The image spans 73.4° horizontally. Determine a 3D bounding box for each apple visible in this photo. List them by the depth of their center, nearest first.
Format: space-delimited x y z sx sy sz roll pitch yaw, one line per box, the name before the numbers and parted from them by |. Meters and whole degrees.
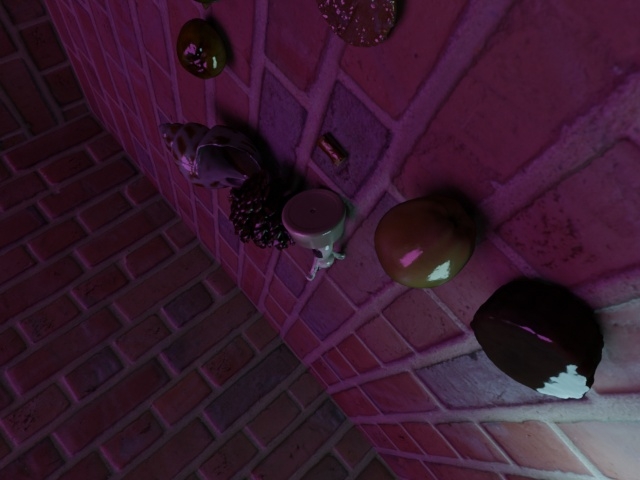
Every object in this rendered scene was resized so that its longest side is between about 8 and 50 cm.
apple | 0.208 0.001 0.856 0.200 0.200 0.200 41 154 25

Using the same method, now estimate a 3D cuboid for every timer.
timer | 0.000 0.000 1.256 0.175 0.175 0.265 36 156 33

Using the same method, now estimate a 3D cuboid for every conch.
conch | -0.351 -0.283 1.388 0.369 0.196 0.249 11 151 -13

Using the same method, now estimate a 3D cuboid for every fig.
fig | -0.323 -0.518 1.164 0.136 0.120 0.152 5 117 10

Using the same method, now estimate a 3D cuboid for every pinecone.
pinecone | -0.158 -0.081 1.306 0.273 0.224 0.224 35 167 -31

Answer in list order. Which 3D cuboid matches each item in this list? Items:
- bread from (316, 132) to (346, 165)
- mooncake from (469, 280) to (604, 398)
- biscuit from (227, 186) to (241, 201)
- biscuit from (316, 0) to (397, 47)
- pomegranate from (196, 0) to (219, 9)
bread | 0.027 -0.222 1.051 0.083 0.036 0.047 49 164 4
mooncake | 0.412 0.184 0.818 0.228 0.124 0.228 37 154 21
biscuit | -0.225 -0.141 1.479 0.228 0.177 0.031 100 171 -79
biscuit | 0.047 -0.426 0.712 0.220 0.033 0.219 46 162 20
pomegranate | -0.248 -0.585 0.909 0.220 0.156 0.156 37 153 52
